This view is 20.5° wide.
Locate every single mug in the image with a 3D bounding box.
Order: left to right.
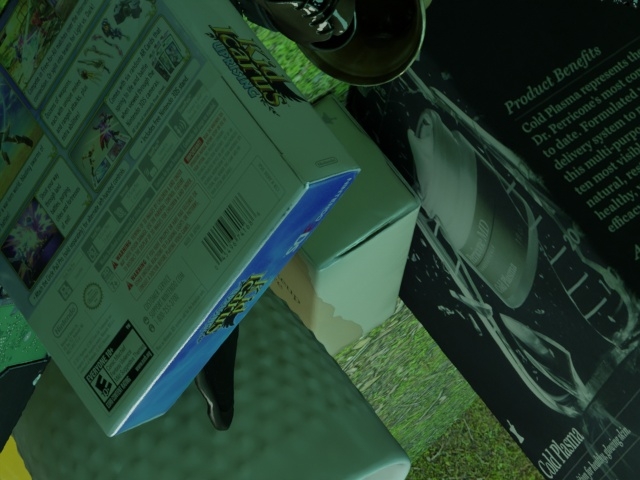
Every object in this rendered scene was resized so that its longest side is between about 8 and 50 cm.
[{"bbox_3d":[-0.165,0.170,1.514,0.374,0.328,0.276,-32,163,-22],"label":"mug"}]

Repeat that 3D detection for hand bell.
[{"bbox_3d":[0.082,-0.227,1.431,0.242,0.126,0.126,-41,171,-49],"label":"hand bell"}]

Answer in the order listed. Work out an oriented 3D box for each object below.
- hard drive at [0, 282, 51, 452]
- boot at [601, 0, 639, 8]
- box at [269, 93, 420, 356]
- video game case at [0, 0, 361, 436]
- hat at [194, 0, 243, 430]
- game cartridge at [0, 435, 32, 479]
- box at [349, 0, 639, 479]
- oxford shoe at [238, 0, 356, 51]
[{"bbox_3d":[-0.308,0.161,1.287,0.339,0.064,0.237,-61,168,10],"label":"hard drive"},{"bbox_3d":[0.208,-0.260,1.364,0.094,0.207,0.246,-42,165,11],"label":"boot"},{"bbox_3d":[0.000,0.000,1.753,0.121,0.148,0.311,-34,162,-14],"label":"box"},{"bbox_3d":[-0.127,-0.048,1.139,0.061,0.244,0.269,-20,156,-48],"label":"video game case"},{"bbox_3d":[-0.124,-0.026,1.312,0.134,0.331,0.331,3,159,-1],"label":"hat"},{"bbox_3d":[-0.275,0.188,1.856,0.285,0.052,0.323,-35,162,-10],"label":"game cartridge"},{"bbox_3d":[0.276,-0.022,1.696,0.297,0.472,0.480,-32,164,-17],"label":"box"},{"bbox_3d":[-0.017,-0.191,1.237,0.083,0.096,0.227,-59,163,0],"label":"oxford shoe"}]
